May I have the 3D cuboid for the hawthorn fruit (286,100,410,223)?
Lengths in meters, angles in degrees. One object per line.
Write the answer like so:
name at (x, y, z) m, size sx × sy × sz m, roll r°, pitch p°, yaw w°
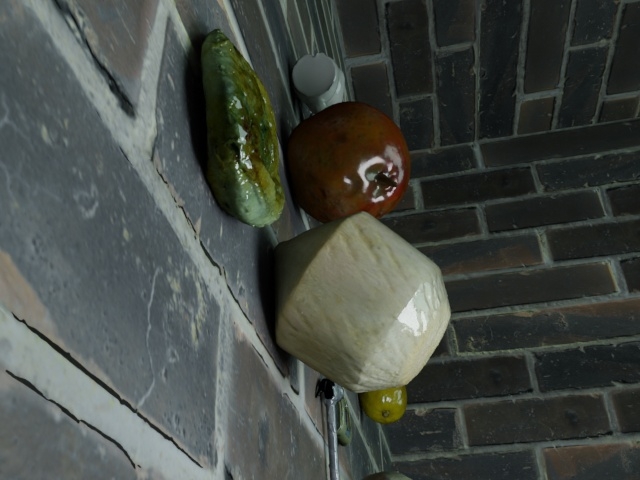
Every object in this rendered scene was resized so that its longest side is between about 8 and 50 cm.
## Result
hawthorn fruit at (0.073, -0.152, 1.397) m, size 0.298 × 0.277 × 0.277 m, roll 38°, pitch -35°, yaw 55°

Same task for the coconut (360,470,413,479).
coconut at (0.169, 0.671, 1.598) m, size 0.224 × 0.224 × 0.234 m, roll -74°, pitch 156°, yaw -71°

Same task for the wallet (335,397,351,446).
wallet at (0.050, 0.429, 1.588) m, size 0.155 × 0.039 × 0.110 m, roll 70°, pitch 16°, yaw -61°

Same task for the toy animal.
toy animal at (0.002, -0.378, 1.683) m, size 0.193 × 0.127 × 0.178 m, roll 59°, pitch 22°, yaw -69°

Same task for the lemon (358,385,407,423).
lemon at (0.209, 0.516, 2.213) m, size 0.207 × 0.170 × 0.170 m, roll -97°, pitch 175°, yaw -50°

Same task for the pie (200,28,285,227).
pie at (-0.103, -0.153, 0.907) m, size 0.277 × 0.078 × 0.277 m, roll -7°, pitch 90°, yaw -84°

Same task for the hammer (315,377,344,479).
hammer at (0.034, 0.506, 1.396) m, size 0.152 × 0.044 × 0.427 m, roll 59°, pitch 25°, yaw -69°

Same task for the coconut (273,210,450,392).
coconut at (0.048, 0.096, 1.107) m, size 0.329 × 0.329 × 0.328 m, roll -8°, pitch 90°, yaw -82°
